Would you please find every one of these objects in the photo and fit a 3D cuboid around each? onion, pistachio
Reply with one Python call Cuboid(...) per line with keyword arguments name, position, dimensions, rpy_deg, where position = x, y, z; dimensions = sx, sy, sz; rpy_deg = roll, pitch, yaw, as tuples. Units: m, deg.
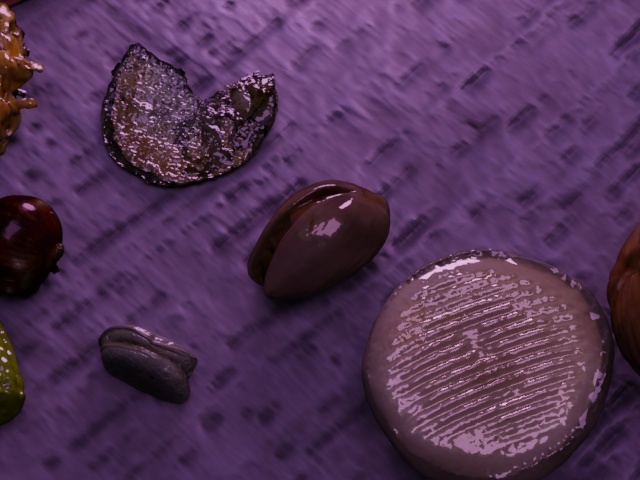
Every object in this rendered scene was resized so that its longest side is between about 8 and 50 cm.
Cuboid(name="onion", position=(-0.350, 0.002, 1.886), dimensions=(0.119, 0.118, 0.117), rpy_deg=(10, 59, 1))
Cuboid(name="pistachio", position=(0.000, 0.000, 1.913), dimensions=(0.185, 0.124, 0.124), rpy_deg=(-36, 71, -2))

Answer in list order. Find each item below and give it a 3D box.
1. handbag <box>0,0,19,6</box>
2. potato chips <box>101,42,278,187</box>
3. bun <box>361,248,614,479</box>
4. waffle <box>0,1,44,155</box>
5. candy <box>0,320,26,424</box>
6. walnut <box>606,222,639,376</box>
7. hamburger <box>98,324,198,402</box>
Cuboid(name="handbag", position=(-0.385, -0.395, 2.106), dimensions=(0.212, 0.059, 0.157), rpy_deg=(-27, 70, -18))
Cuboid(name="potato chips", position=(-0.161, -0.158, 2.025), dimensions=(0.220, 0.029, 0.202), rpy_deg=(-3, 64, -3))
Cuboid(name="bun", position=(0.184, 0.150, 1.828), dimensions=(0.287, 0.146, 0.287), rpy_deg=(0, 65, -1))
Cuboid(name="waffle", position=(-0.545, -0.209, 1.939), dimensions=(0.382, 0.095, 0.379), rpy_deg=(45, 68, -3))
Cuboid(name="candy", position=(-0.400, 0.114, 1.836), dimensions=(0.097, 0.097, 0.209), rpy_deg=(-20, 61, -13))
Cuboid(name="walnut", position=(0.475, 0.087, 1.814), dimensions=(0.313, 0.277, 0.252), rpy_deg=(27, 95, -17))
Cuboid(name="hamburger", position=(-0.199, 0.132, 1.843), dimensions=(0.121, 0.084, 0.054), rpy_deg=(21, 66, 8))
